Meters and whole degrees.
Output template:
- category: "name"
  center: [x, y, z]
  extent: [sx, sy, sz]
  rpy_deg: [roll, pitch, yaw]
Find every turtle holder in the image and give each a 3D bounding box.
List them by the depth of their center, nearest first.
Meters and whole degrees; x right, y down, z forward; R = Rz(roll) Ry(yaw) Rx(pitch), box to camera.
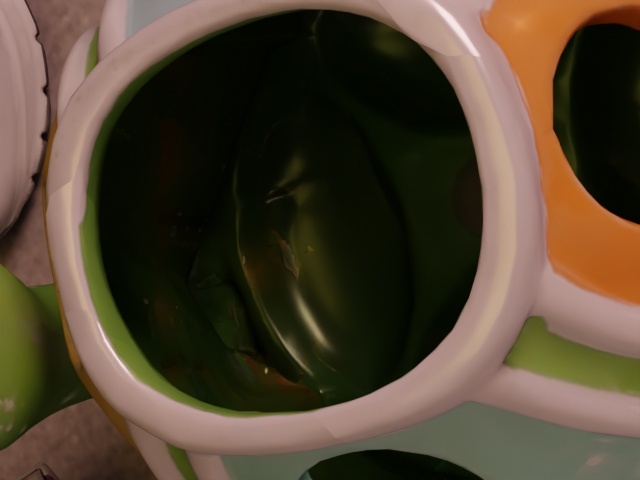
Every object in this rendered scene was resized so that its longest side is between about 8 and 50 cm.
- category: "turtle holder"
  center: [0.008, -0.017, 0.475]
  extent: [0.320, 0.227, 0.243]
  rpy_deg: [14, 100, 26]

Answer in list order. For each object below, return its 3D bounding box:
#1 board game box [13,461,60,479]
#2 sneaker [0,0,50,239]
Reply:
- category: "board game box"
  center: [-0.166, 0.280, 0.518]
  extent: [0.318, 0.066, 0.319]
  rpy_deg: [-33, 43, -6]
- category: "sneaker"
  center: [-0.206, -0.124, 0.617]
  extent: [0.111, 0.129, 0.297]
  rpy_deg: [-9, 107, 25]
